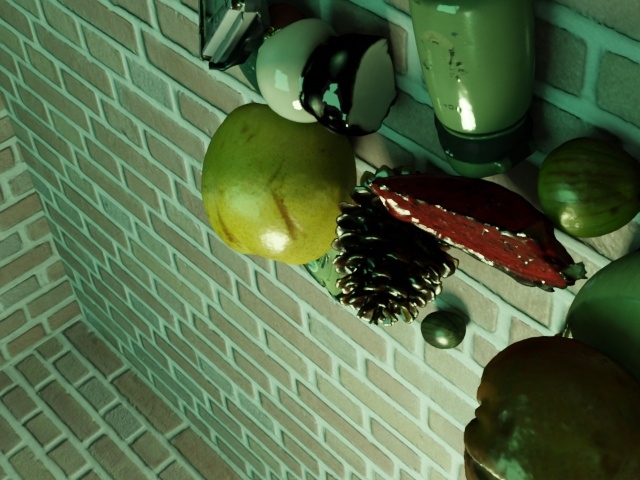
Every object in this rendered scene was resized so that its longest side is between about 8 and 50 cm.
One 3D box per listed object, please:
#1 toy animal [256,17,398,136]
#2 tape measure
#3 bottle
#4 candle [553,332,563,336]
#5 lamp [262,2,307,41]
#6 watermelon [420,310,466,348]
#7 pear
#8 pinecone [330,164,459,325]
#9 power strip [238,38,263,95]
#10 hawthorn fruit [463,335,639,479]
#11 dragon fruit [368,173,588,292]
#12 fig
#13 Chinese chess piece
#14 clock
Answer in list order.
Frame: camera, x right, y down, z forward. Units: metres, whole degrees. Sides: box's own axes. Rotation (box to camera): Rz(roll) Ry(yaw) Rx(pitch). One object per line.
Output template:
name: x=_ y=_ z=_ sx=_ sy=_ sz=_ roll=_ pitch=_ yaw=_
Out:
toy animal: x=0.001 y=-0.280 z=1.696 sx=0.235 sy=0.165 sz=0.187 roll=22 pitch=142 yaw=34
tape measure: x=0.000 y=0.000 z=2.110 sx=0.207 sy=0.115 sz=0.235 roll=41 pitch=151 yaw=21
bottle: x=0.225 y=-0.239 z=1.411 sx=0.168 sy=0.168 sz=0.347 roll=32 pitch=150 yaw=38
candle: x=0.459 y=0.213 z=1.687 sx=0.162 sy=0.048 sz=0.053 roll=39 pitch=-176 yaw=29
lamp: x=-0.065 y=-0.382 z=1.796 sx=0.101 sy=0.090 sz=0.101 roll=37 pitch=147 yaw=29
watermelon: x=0.241 y=0.176 z=1.959 sx=0.078 sy=0.078 sz=0.111 roll=60 pitch=154 yaw=-10
pear: x=-0.078 y=-0.113 z=1.878 sx=0.314 sy=0.314 sz=0.314 roll=39 pitch=150 yaw=29
pinecone: x=0.131 y=0.018 z=1.736 sx=0.247 sy=0.292 sz=0.246 roll=13 pitch=147 yaw=8
power strip: x=-0.103 y=-0.352 z=1.936 sx=0.253 sy=0.054 sz=0.167 roll=39 pitch=148 yaw=28
hawthorn fruit: x=0.354 y=0.275 z=1.374 sx=0.298 sy=0.277 sz=0.277 roll=14 pitch=141 yaw=12
dragon fruit: x=0.262 y=-0.022 z=1.532 sx=0.344 sy=0.100 sz=0.282 roll=22 pitch=166 yaw=44
fig: x=0.393 y=-0.081 z=1.364 sx=0.186 sy=0.148 sz=0.142 roll=-20 pitch=91 yaw=26
Chinese chess piece: x=0.519 y=0.173 z=1.417 sx=0.349 sy=0.146 sz=0.349 roll=39 pitch=149 yaw=28
clock: x=-0.158 y=-0.439 z=1.803 sx=0.253 sy=0.083 sz=0.186 roll=146 pitch=124 yaw=-64
